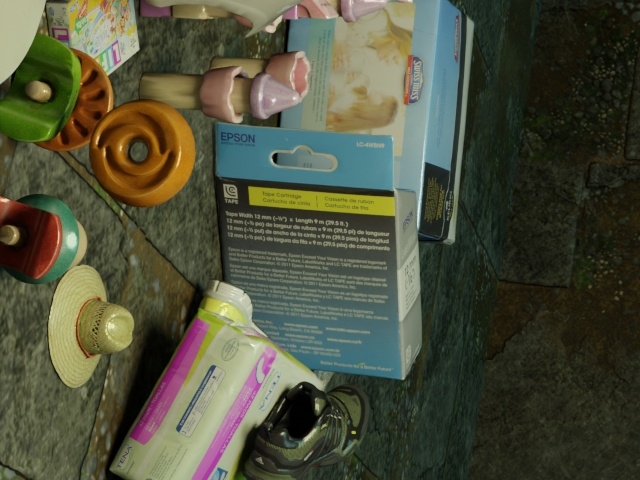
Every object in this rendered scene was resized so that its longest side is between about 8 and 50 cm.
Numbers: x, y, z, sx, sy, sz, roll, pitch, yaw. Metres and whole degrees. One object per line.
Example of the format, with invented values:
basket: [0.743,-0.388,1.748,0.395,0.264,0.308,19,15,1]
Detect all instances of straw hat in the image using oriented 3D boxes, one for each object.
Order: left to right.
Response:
straw hat: [-0.236,0.095,1.798,0.144,0.061,0.145,4,90,-72]

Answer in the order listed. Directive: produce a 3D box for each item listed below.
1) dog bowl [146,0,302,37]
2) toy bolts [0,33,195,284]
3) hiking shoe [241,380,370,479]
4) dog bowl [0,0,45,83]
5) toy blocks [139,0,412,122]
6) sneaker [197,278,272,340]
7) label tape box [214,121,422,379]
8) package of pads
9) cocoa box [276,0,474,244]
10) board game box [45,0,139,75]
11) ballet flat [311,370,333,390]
dog bowl: [-0.096,-0.388,1.720,0.348,0.102,0.349,20,64,-47]
toy bolts: [-0.226,-0.057,1.606,0.229,0.218,0.158,-67,168,1]
hiking shoe: [-0.002,0.220,2.035,0.227,0.086,0.114,-33,146,-50]
dog bowl: [-0.325,-0.251,1.362,0.265,0.104,0.265,5,90,-72]
toy blocks: [-0.046,-0.303,1.963,0.288,0.260,0.309,-31,124,-68]
sneaker: [-0.122,0.140,2.158,0.094,0.081,0.208,-63,150,-27]
label tape box: [0.000,0.000,2.197,0.115,0.249,0.348,-50,141,-60]
package of pads: [-0.118,0.220,2.030,0.229,0.101,0.296,-61,158,-7]
cocoa box: [0.081,-0.179,2.433,0.228,0.231,0.347,11,84,-72]
board game box: [-0.240,-0.226,1.760,0.154,0.026,0.103,-55,146,-58]
ballet flat: [-0.042,0.188,2.365,0.106,0.107,0.316,58,38,-47]
